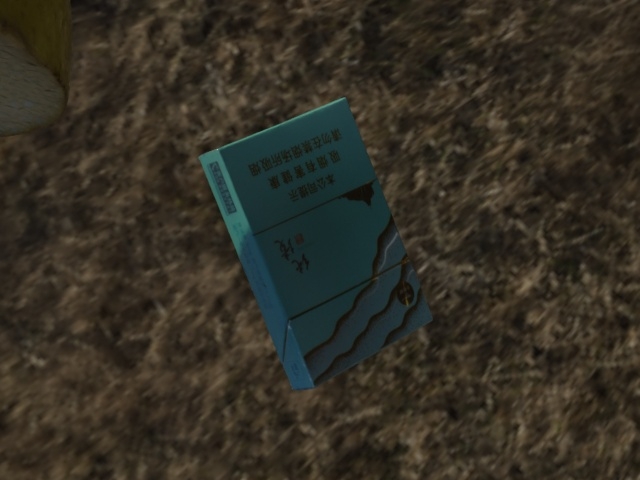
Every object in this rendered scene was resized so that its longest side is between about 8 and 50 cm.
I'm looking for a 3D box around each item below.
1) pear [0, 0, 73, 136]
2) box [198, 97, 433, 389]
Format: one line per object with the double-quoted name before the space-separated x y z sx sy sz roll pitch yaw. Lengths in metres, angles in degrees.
"pear" -0.335 -0.210 1.017 0.386 0.340 0.191 -17 60 62
"box" 0.000 0.001 1.295 0.041 0.162 0.229 -14 99 53
